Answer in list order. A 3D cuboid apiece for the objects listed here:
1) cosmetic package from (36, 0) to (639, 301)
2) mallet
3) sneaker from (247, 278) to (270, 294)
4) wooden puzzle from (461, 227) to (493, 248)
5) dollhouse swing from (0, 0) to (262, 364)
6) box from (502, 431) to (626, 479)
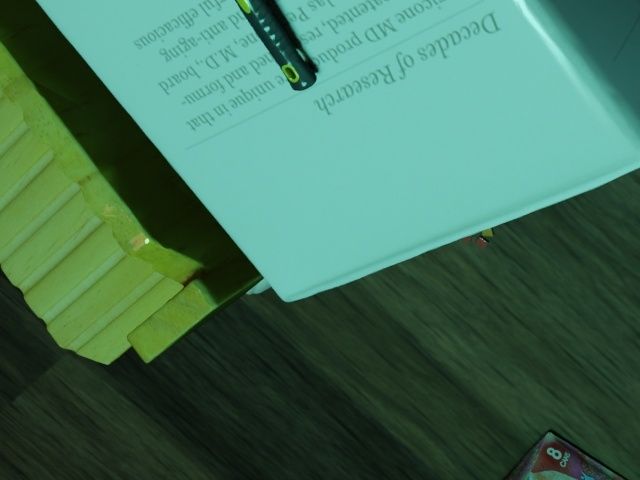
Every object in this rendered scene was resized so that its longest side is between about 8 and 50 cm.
[{"bbox_3d":[0.032,-0.238,1.227,0.327,0.329,0.394,-24,114,41],"label":"cosmetic package"},{"bbox_3d":[-0.065,-0.165,1.087,0.062,0.039,0.190,-6,127,32],"label":"mallet"},{"bbox_3d":[0.000,0.000,1.651,0.094,0.080,0.212,30,137,-13],"label":"sneaker"},{"bbox_3d":[0.115,-0.023,1.603,0.083,0.006,0.049,23,136,12],"label":"wooden puzzle"},{"bbox_3d":[-0.246,-0.035,1.567,0.305,0.315,0.347,-37,89,24],"label":"dollhouse swing"},{"bbox_3d":[0.191,0.343,1.779,0.142,0.154,0.300,34,138,1],"label":"box"}]
